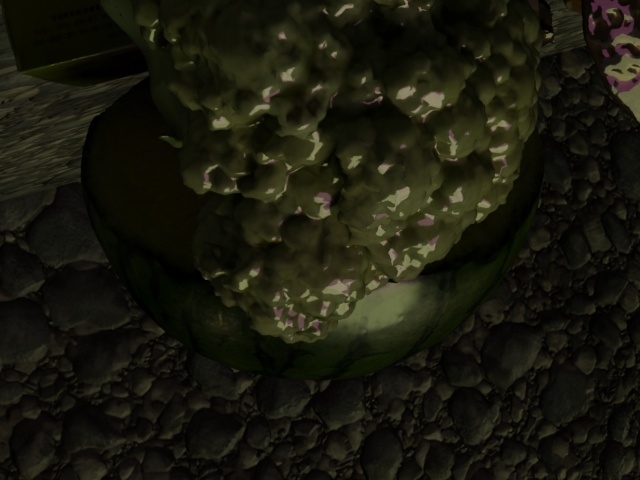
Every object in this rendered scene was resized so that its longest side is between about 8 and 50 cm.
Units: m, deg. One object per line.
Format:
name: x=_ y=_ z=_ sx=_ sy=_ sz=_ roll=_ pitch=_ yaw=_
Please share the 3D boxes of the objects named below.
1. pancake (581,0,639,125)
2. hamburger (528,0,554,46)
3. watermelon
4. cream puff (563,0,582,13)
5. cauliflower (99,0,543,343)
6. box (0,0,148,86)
pancake: x=0.327 y=-0.210 z=1.323 sx=0.286 sy=0.288 sz=0.033 roll=-44 pitch=-146 yaw=8
hamburger: x=0.071 y=-0.178 z=1.428 sx=0.243 sy=0.138 sz=0.261 roll=-12 pitch=169 yaw=-1
watermelon: x=0.000 y=0.000 z=1.257 sx=0.331 sy=0.189 sz=0.330 roll=-4 pitch=-141 yaw=3
cream puff: x=0.249 y=-0.251 z=1.382 sx=0.165 sy=0.115 sz=0.150 roll=-4 pitch=165 yaw=-18
cauliflower: x=-0.013 y=-0.099 z=0.998 sx=0.281 sy=0.327 sz=0.260 roll=11 pitch=-170 yaw=7
box: x=-0.075 y=-0.170 z=1.222 sx=0.260 sy=0.062 sz=0.175 roll=-14 pitch=180 yaw=7
